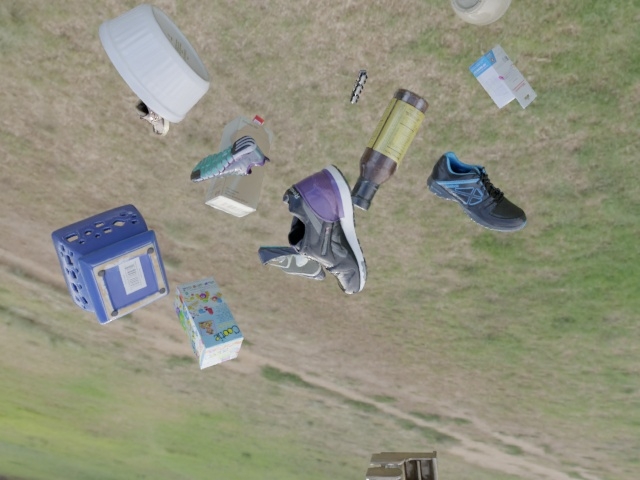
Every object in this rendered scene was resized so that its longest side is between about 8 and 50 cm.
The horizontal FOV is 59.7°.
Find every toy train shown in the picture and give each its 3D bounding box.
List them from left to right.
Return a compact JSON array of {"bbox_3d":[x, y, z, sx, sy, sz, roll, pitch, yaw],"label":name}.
[{"bbox_3d":[0.119,-0.482,1.739,0.027,0.036,0.158,1,161,-11],"label":"toy train"}]

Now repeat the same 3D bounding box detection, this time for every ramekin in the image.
[{"bbox_3d":[-0.376,-0.426,1.314,0.127,0.273,0.273,-33,137,11],"label":"ramekin"}]

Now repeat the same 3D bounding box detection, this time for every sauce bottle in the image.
[{"bbox_3d":[0.179,-0.249,1.563,0.111,0.344,0.111,29,-175,-3],"label":"sauce bottle"}]

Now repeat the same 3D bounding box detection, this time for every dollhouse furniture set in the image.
[{"bbox_3d":[0.228,0.668,1.484,0.161,0.212,0.242,-5,-173,15],"label":"dollhouse furniture set"}]

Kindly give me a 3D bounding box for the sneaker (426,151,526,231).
[{"bbox_3d":[0.496,-0.150,1.751,0.341,0.125,0.139,32,137,17],"label":"sneaker"}]

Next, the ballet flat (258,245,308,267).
[{"bbox_3d":[-0.081,0.042,1.596,0.203,0.074,0.074,-5,149,15],"label":"ballet flat"}]

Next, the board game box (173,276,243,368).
[{"bbox_3d":[-0.404,0.290,1.989,0.144,0.275,0.142,-13,144,-31],"label":"board game box"}]

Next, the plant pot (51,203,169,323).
[{"bbox_3d":[-0.544,0.068,1.488,0.212,0.236,0.236,28,133,44],"label":"plant pot"}]

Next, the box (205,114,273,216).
[{"bbox_3d":[-0.279,-0.256,1.932,0.148,0.311,0.121,21,159,-33],"label":"box"}]

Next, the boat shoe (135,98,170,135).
[{"bbox_3d":[-0.626,-0.500,2.072,0.123,0.123,0.342,-5,165,-18],"label":"boat shoe"}]

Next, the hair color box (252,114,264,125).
[{"bbox_3d":[-0.268,-0.474,2.294,0.043,0.072,0.141,36,-178,-10],"label":"hair color box"}]

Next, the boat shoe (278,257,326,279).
[{"bbox_3d":[-0.064,0.100,1.937,0.206,0.075,0.065,11,155,45],"label":"boat shoe"}]

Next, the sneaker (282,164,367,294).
[{"bbox_3d":[0.000,0.000,1.042,0.124,0.107,0.283,-26,127,-14],"label":"sneaker"}]

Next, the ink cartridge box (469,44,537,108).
[{"bbox_3d":[0.508,-0.441,1.548,0.181,0.104,0.061,51,143,-3],"label":"ink cartridge box"}]

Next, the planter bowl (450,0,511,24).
[{"bbox_3d":[0.407,-0.649,1.464,0.162,0.109,0.162,19,121,35],"label":"planter bowl"}]

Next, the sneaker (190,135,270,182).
[{"bbox_3d":[-0.247,-0.191,1.503,0.224,0.083,0.098,-22,133,27],"label":"sneaker"}]
